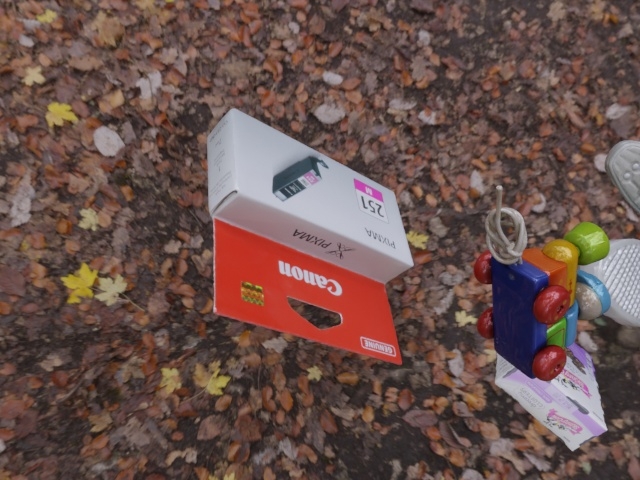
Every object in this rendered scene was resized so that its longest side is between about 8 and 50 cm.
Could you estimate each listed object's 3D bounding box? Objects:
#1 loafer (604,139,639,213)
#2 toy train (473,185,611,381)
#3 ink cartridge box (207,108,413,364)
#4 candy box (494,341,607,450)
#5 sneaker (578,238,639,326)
[{"bbox_3d":[0.624,-0.078,1.036,0.320,0.111,0.112,33,111,-15],"label":"loafer"},{"bbox_3d":[0.250,0.021,0.623,0.144,0.105,0.247,-28,127,-19],"label":"toy train"},{"bbox_3d":[0.000,0.000,0.675,0.275,0.060,0.238,22,43,-36],"label":"ink cartridge box"},{"bbox_3d":[0.372,0.212,0.955,0.165,0.196,0.070,42,119,-3],"label":"candy box"},{"bbox_3d":[0.490,0.078,0.980,0.366,0.150,0.135,16,78,-42],"label":"sneaker"}]
